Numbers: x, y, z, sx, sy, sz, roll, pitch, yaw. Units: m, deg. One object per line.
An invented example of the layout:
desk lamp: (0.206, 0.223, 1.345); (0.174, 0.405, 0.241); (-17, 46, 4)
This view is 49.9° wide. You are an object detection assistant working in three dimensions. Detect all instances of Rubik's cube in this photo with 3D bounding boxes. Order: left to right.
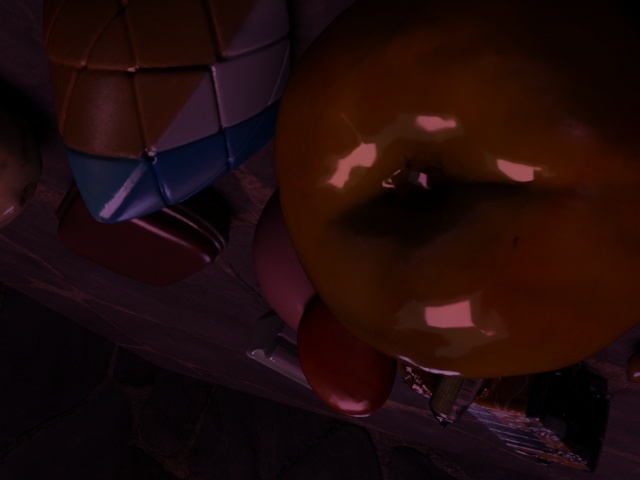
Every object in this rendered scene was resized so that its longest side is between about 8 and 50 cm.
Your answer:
Rubik's cube: (-0.092, -0.158, 0.626); (0.254, 0.254, 0.254); (18, 160, 7)

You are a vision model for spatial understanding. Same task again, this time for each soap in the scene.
soap: (0.006, 0.209, 1.377); (0.289, 0.173, 0.095); (34, 156, -34)

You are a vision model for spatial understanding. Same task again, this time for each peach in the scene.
peach: (0.115, -0.046, 0.504); (0.289, 0.289, 0.308); (8, -170, 30)

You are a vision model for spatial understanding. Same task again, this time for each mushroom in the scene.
mushroom: (-0.578, -0.073, 0.987); (0.314, 0.336, 0.314); (12, 152, 6)

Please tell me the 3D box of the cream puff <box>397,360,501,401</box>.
cream puff: (0.204, 0.164, 1.140); (0.183, 0.183, 0.169); (22, -175, -4)

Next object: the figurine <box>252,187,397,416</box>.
figurine: (0.031, 0.010, 0.772); (0.211, 0.270, 0.261); (36, -178, -5)

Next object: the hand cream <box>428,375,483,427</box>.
hand cream: (0.228, 0.170, 1.023); (0.086, 0.235, 0.055); (22, -171, -9)

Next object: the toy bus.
toy bus: (0.393, 0.293, 1.251); (0.194, 0.162, 0.323); (3, 152, 40)

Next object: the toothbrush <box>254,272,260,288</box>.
toothbrush: (0.038, 0.059, 0.973); (0.029, 0.024, 0.354); (-25, 161, 38)

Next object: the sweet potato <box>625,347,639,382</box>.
sweet potato: (0.507, 0.169, 0.967); (0.067, 0.059, 0.281); (4, 166, -17)

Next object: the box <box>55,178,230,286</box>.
box: (-0.311, -0.023, 1.179); (0.263, 0.108, 0.404); (29, 158, -21)
